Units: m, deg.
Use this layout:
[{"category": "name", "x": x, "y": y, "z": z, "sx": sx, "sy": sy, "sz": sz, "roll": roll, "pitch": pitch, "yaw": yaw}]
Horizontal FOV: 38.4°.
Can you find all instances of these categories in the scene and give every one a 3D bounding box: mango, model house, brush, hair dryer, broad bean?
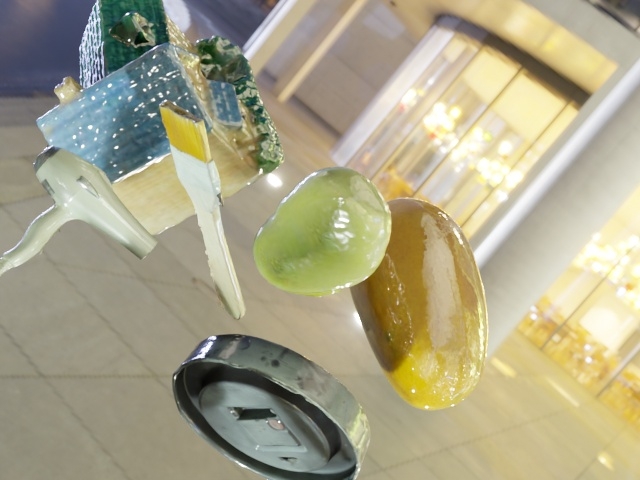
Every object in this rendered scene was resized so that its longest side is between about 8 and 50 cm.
[{"category": "mango", "x": 0.186, "y": 0.117, "z": 1.720, "sx": 0.300, "sy": 0.232, "sz": 0.445, "roll": 42, "pitch": 30, "yaw": -40}, {"category": "model house", "x": -0.315, "y": -0.280, "z": 1.744, "sx": 0.342, "sy": 0.335, "sz": 0.382, "roll": 46, "pitch": 22, "yaw": -48}, {"category": "brush", "x": -0.138, "y": -0.023, "z": 1.157, "sx": 0.085, "sy": 0.020, "sz": 0.336, "roll": 29, "pitch": -37, "yaw": 35}, {"category": "hair dryer", "x": -0.363, "y": -0.010, "z": 1.414, "sx": 0.219, "sy": 0.224, "sz": 0.088, "roll": 23, "pitch": -19, "yaw": -18}, {"category": "broad bean", "x": 0.000, "y": 0.000, "z": 0.970, "sx": 0.124, "sy": 0.174, "sz": 0.082, "roll": 46, "pitch": 46, "yaw": -11}]

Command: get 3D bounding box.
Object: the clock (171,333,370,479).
[{"category": "clock", "x": -0.078, "y": 0.271, "z": 1.426, "sx": 0.325, "sy": 0.325, "sz": 0.067, "roll": 39, "pitch": 52, "yaw": -10}]
